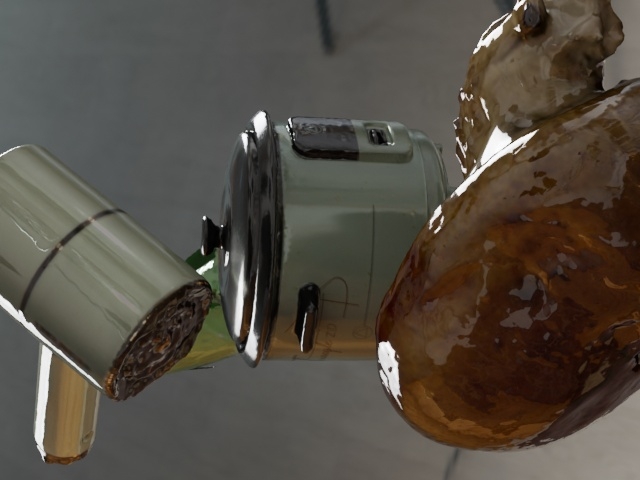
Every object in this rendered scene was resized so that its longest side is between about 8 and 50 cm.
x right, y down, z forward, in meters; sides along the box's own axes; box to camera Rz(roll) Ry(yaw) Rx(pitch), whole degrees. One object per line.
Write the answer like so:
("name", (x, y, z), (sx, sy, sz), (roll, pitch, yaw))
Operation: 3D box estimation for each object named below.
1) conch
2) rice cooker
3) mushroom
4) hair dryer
("conch", (-0.169, 0.094, 1.871), (0.250, 0.137, 0.143), (-24, 29, -1))
("rice cooker", (0.000, 0.000, 1.503), (0.280, 0.227, 0.241), (-101, 16, -53))
("mushroom", (0.179, -0.012, 1.204), (0.260, 0.345, 0.345), (53, 125, 19))
("hair dryer", (-0.221, 0.097, 1.405), (0.203, 0.128, 0.362), (38, 144, 16))
